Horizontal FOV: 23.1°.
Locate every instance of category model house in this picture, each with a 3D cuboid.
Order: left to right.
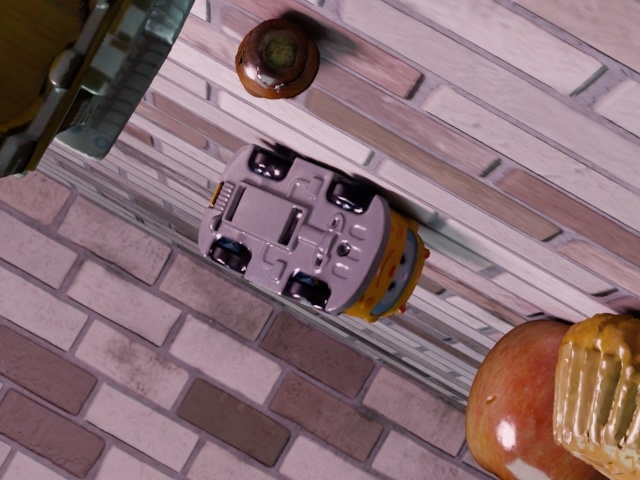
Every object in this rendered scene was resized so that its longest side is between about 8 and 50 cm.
[{"bbox_3d":[-0.190,-0.159,0.841,0.224,0.198,0.215,29,-175,-2],"label":"model house"}]

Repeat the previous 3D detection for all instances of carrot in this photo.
[{"bbox_3d":[-0.034,-0.122,1.088,0.055,0.055,0.161,30,180,-8],"label":"carrot"}]

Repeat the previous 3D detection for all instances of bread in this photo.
[{"bbox_3d":[0.302,0.159,1.351,0.240,0.139,0.240,33,173,5],"label":"bread"}]

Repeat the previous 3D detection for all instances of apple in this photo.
[{"bbox_3d":[0.241,0.179,1.583,0.188,0.174,0.188,32,173,5],"label":"apple"}]

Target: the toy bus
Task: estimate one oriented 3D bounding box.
[{"bbox_3d":[0.000,0.000,1.500,0.209,0.126,0.136,23,179,38],"label":"toy bus"}]
